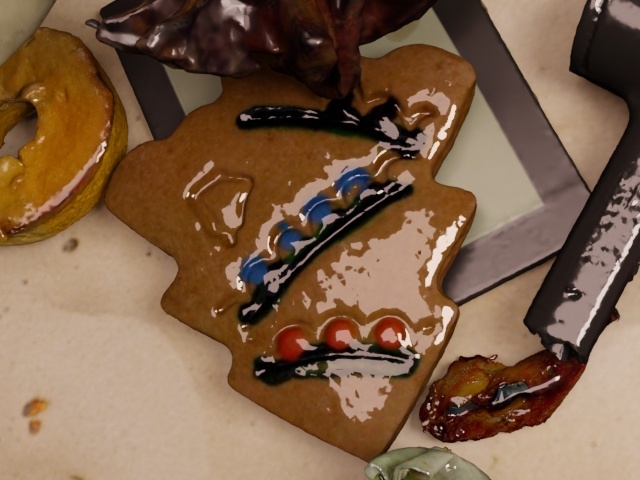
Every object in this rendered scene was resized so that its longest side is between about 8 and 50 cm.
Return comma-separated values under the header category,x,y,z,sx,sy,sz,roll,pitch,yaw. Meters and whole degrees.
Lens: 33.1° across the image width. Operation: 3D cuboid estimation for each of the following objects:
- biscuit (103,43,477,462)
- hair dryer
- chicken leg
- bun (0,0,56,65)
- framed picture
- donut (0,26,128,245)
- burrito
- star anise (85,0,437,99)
category,x,y,z,sx,sy,sz,roll,pitch,yaw
biscuit,0.000,0.000,0.727,0.278,0.043,0.301,-23,72,10
hair dryer,0.210,-0.034,0.668,0.197,0.089,0.251,32,87,18
chicken leg,0.130,0.088,0.694,0.145,0.037,0.062,-23,57,10
bun,-0.315,-0.187,0.780,0.273,0.168,0.273,-22,42,21
framed picture,0.008,-0.094,0.777,0.265,0.016,0.347,-29,71,8
donut,-0.225,-0.071,0.815,0.178,0.065,0.162,-29,66,9
burrito,0.073,0.148,0.651,0.074,0.118,0.044,21,80,27
star anise,-0.015,-0.146,0.707,0.272,0.272,0.103,-7,117,15
